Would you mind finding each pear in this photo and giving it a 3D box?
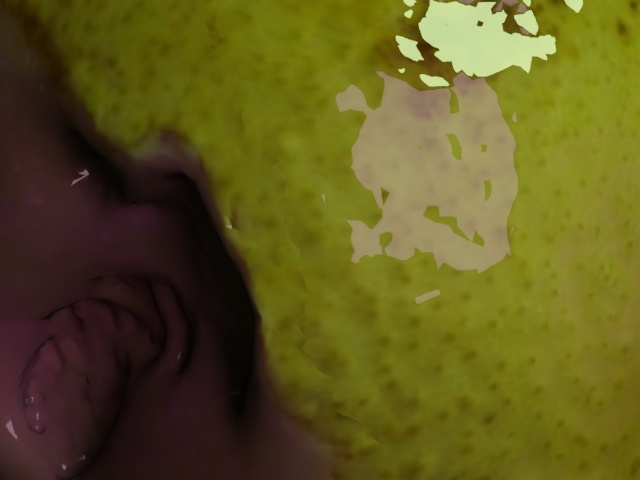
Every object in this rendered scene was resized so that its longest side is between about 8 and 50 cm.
[{"bbox_3d":[0.000,0.000,0.486,0.271,0.271,0.271,4,81,-27],"label":"pear"}]
